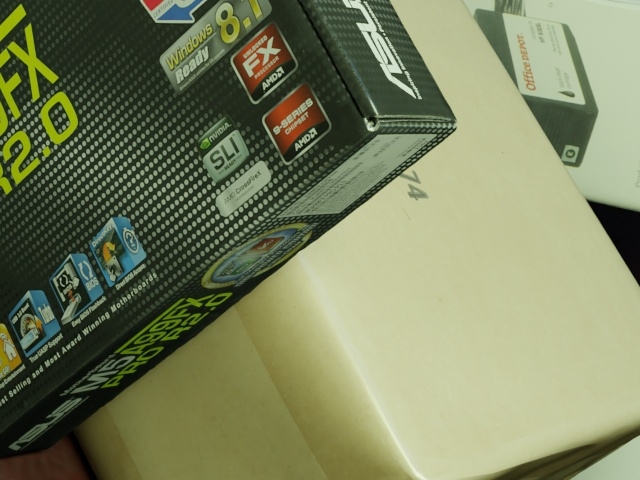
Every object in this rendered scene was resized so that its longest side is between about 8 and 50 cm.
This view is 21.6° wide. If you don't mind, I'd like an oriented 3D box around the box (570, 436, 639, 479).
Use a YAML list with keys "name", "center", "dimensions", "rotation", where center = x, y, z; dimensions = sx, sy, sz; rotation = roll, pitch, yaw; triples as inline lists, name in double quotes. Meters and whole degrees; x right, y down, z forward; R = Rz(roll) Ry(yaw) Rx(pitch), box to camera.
- name: "box"
  center: [0.342, 0.139, 1.113]
  dimensions: [0.345, 0.215, 0.168]
  rotation: [11, 50, -47]

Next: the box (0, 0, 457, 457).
- name: "box"
  center: [-0.101, -0.062, 0.703]
  dimensions: [0.060, 0.270, 0.216]
  rotation: [-5, 63, -55]

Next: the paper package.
- name: "paper package"
  center: [0.000, 0.000, 0.866]
  dimensions: [0.309, 0.168, 0.325]
  rotation: [-7, 63, -54]

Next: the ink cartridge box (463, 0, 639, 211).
- name: "ink cartridge box"
  center: [0.180, -0.108, 1.078]
  dimensions: [0.307, 0.129, 0.223]
  rotation: [14, 18, 28]
